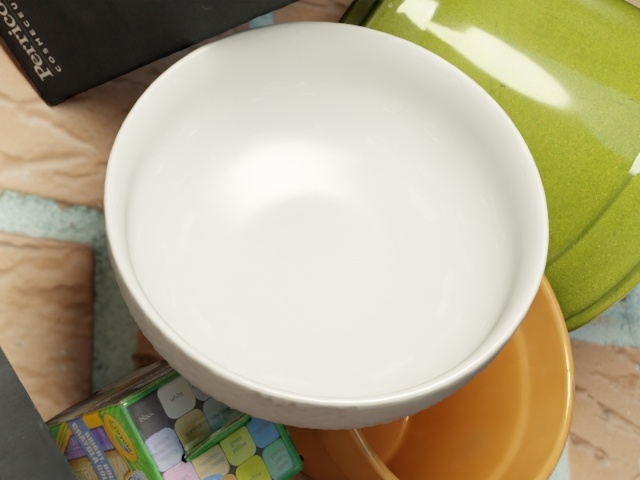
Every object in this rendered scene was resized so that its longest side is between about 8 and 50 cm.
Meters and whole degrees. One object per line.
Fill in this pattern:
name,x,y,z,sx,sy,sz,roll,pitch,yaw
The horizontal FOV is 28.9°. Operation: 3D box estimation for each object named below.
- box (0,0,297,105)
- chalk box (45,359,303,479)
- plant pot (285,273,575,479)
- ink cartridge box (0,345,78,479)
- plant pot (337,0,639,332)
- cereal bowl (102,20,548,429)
box,-0.140,-0.421,0.993,0.297,0.472,0.480,-46,112,-36
chalk box,-0.114,0.171,1.031,0.132,0.213,0.132,-29,95,-39
plant pot,0.070,0.128,1.190,0.291,0.203,0.291,12,69,-33
ink cartridge box,-0.316,0.144,0.977,0.165,0.065,0.333,-36,98,-43
plant pot,0.183,-0.144,1.301,0.353,0.366,0.366,33,58,-11
cereal bowl,0.000,0.000,0.987,0.339,0.141,0.339,3,60,-5
